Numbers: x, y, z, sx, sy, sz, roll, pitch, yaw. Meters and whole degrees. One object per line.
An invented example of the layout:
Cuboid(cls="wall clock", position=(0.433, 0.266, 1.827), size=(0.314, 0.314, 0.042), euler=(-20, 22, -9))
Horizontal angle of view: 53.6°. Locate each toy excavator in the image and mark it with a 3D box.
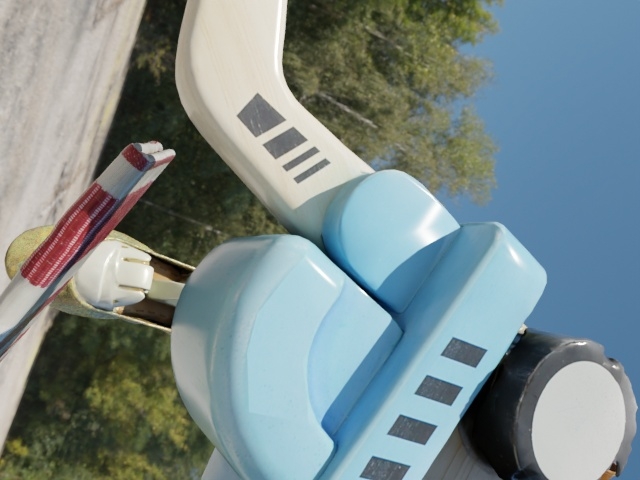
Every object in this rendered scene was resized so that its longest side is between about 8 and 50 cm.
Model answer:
Cuboid(cls="toy excavator", position=(0.000, 0.000, 0.434), size=(0.433, 0.445, 0.222), euler=(-53, -160, -14))

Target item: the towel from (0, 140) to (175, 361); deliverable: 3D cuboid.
Cuboid(cls="towel", position=(-0.249, 0.042, 0.540), size=(0.329, 0.037, 0.237), euler=(-49, -167, 1))

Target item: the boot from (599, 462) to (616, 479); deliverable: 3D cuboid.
Cuboid(cls="boot", position=(0.299, 0.346, 0.852), size=(0.220, 0.283, 0.109), euler=(-40, -165, 21))

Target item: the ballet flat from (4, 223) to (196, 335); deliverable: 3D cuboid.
Cuboid(cls="ballet flat", position=(-0.229, 0.062, 0.845), size=(0.123, 0.348, 0.123), euler=(-21, -124, 36))
